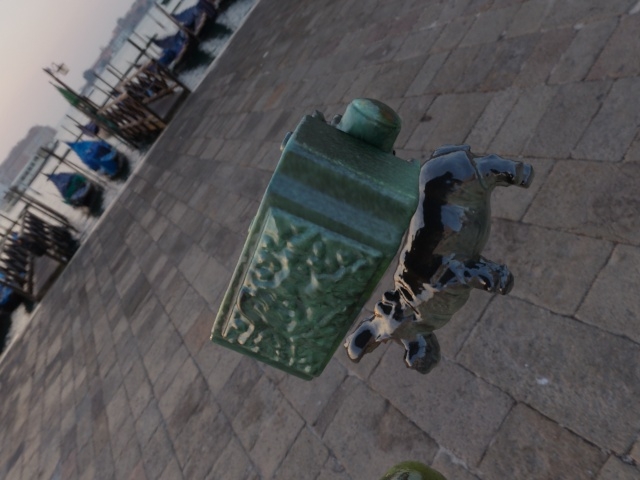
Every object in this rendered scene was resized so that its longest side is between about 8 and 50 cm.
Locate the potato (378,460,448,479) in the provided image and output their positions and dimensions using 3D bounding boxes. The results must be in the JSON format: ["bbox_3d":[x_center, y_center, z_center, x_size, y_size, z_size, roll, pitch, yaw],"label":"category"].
[{"bbox_3d":[0.159,0.534,0.930,0.160,0.111,0.271,27,47,29],"label":"potato"}]

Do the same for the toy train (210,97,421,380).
[{"bbox_3d":[0.000,0.000,0.522,0.238,0.166,0.299,-72,7,-56],"label":"toy train"}]

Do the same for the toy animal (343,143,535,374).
[{"bbox_3d":[0.154,0.043,0.626,0.168,0.106,0.343,30,104,32],"label":"toy animal"}]
